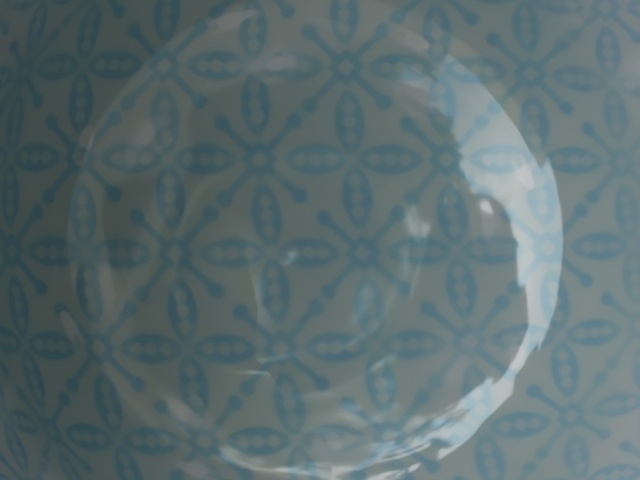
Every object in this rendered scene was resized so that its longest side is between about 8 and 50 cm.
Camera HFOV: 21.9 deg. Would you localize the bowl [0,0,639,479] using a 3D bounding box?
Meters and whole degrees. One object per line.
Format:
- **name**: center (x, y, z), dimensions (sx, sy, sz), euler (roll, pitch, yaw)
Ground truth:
- **bowl**: center (0.000, 0.000, 0.577), dimensions (0.289, 0.289, 0.156), euler (-63, 5, -10)
